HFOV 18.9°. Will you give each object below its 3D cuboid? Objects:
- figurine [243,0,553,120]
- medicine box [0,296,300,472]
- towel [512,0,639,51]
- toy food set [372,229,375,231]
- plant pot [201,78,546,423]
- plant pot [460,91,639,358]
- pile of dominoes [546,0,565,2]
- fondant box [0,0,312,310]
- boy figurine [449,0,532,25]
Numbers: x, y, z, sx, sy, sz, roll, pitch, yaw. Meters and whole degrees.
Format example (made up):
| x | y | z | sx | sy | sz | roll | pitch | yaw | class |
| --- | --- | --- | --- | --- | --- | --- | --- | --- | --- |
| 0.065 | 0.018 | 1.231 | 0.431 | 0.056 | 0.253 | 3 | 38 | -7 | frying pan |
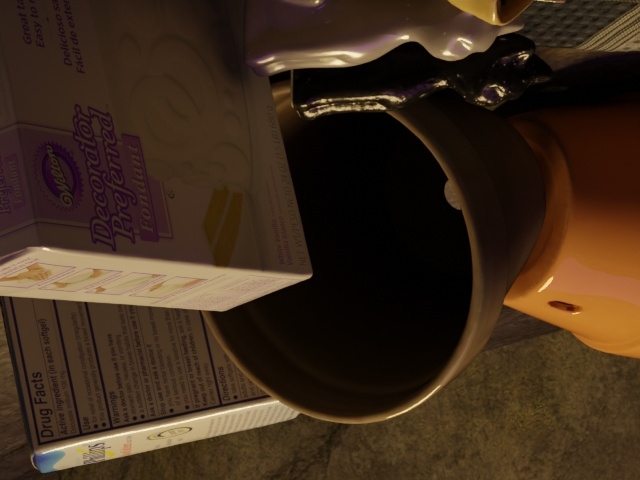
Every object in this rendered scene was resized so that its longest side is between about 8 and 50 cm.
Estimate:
| x | y | z | sx | sy | sz | roll | pitch | yaw | class |
| --- | --- | --- | --- | --- | --- | --- | --- | --- | --- |
| 0.064 | -0.157 | 1.503 | 0.209 | 0.092 | 0.215 | 2 | 170 | 16 | figurine |
| -0.180 | 0.076 | 1.983 | 0.289 | 0.263 | 0.149 | -11 | 166 | -9 | medicine box |
| 0.238 | -0.236 | 1.580 | 0.312 | 0.056 | 0.324 | -1 | 164 | -29 | towel |
| 0.000 | 0.000 | 2.118 | 0.128 | 0.071 | 0.218 | 6 | -171 | 1 | toy food set |
| 0.074 | -0.021 | 1.853 | 0.323 | 0.323 | 0.280 | -23 | -178 | 35 | plant pot |
| 0.285 | -0.024 | 2.028 | 0.203 | 0.291 | 0.291 | 7 | 158 | -31 | plant pot |
| 0.052 | -0.205 | 1.359 | 0.251 | 0.040 | 0.196 | 1 | -166 | -15 | pile of dominoes |
| -0.152 | -0.080 | 1.410 | 0.096 | 0.238 | 0.330 | -21 | 165 | 30 | fondant box |
| 0.171 | -0.249 | 1.159 | 0.285 | 0.092 | 0.177 | -42 | 159 | 11 | boy figurine |
